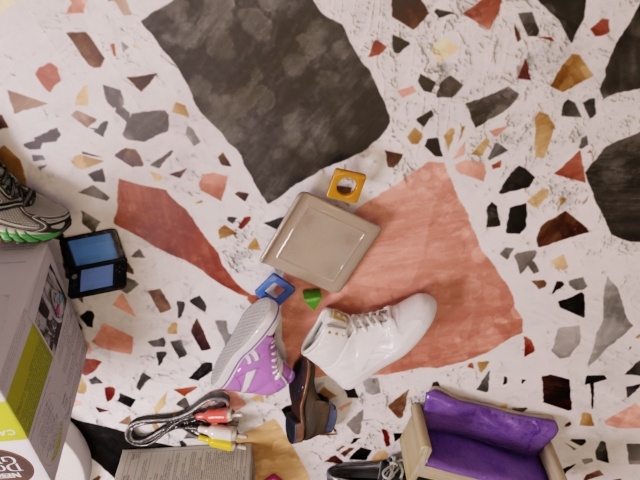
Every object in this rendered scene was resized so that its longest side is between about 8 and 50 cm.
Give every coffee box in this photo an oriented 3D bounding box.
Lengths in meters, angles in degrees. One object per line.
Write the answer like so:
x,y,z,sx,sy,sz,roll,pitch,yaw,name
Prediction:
-0.670,0.243,1.408,0.337,0.338,0.335,-3,134,0,coffee box

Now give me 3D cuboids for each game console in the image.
-0.457,0.048,1.505,0.122,0.107,0.071,-11,146,4,game console

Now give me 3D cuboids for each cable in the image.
-0.307,0.416,1.699,0.287,0.072,0.140,-3,112,0,cable

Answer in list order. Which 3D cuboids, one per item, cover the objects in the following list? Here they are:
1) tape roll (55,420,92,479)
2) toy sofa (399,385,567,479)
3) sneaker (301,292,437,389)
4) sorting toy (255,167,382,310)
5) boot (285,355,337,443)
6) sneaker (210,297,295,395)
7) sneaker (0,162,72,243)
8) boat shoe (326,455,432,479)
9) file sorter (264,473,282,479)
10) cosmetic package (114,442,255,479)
-0.734,0.528,1.743,0.391,0.072,0.392,-1,117,-2,tape roll
0.377,0.479,1.713,0.362,0.150,0.177,17,117,-10,toy sofa
0.091,0.183,1.573,0.169,0.108,0.292,39,111,-23,sneaker
0.000,0.000,1.510,0.195,0.047,0.348,22,117,-20,sorting toy
-0.013,0.353,1.691,0.106,0.082,0.219,-2,115,-26,boot
-0.109,0.232,1.591,0.161,0.102,0.282,21,133,-16,sneaker
-0.621,-0.107,1.383,0.343,0.134,0.146,27,107,-18,sneaker
0.165,0.564,1.774,0.306,0.113,0.105,-3,112,17,boat shoe
-0.154,0.757,1.818,0.290,0.182,0.202,-38,111,16,file sorter
-0.310,0.567,1.729,0.309,0.160,0.113,-3,118,1,cosmetic package
